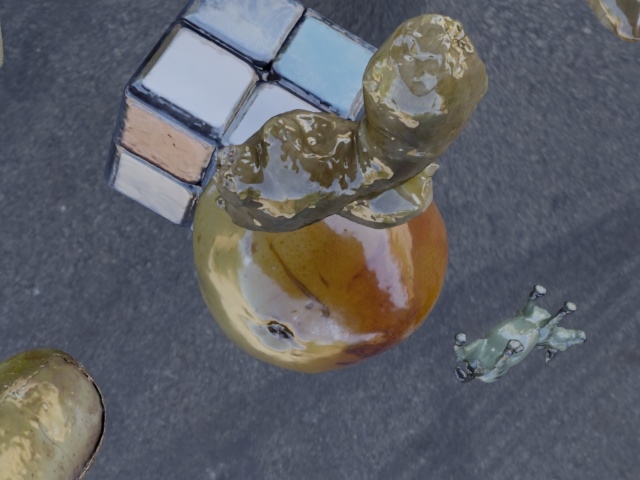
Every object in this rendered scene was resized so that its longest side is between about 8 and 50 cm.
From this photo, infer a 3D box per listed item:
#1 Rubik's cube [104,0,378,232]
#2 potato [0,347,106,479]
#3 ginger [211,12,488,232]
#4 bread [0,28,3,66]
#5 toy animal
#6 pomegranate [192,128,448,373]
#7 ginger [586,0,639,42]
[{"bbox_3d":[-0.123,-0.191,1.451,0.313,0.318,0.316,31,151,-4],"label":"Rubik's cube"},{"bbox_3d":[-0.208,0.143,0.610,0.080,0.170,0.107,-26,114,31],"label":"potato"},{"bbox_3d":[0.010,-0.050,0.497,0.133,0.214,0.058,3,69,-10],"label":"ginger"},{"bbox_3d":[-0.311,-0.185,0.653,0.134,0.148,0.141,13,112,41],"label":"bread"},{"bbox_3d":[0.260,0.135,1.202,0.217,0.073,0.176,-27,150,-19],"label":"toy animal"},{"bbox_3d":[0.000,0.000,1.087,0.319,0.319,0.319,1,110,3],"label":"pomegranate"},{"bbox_3d":[0.107,-0.152,0.302,0.070,0.051,0.173,3,96,1],"label":"ginger"}]
